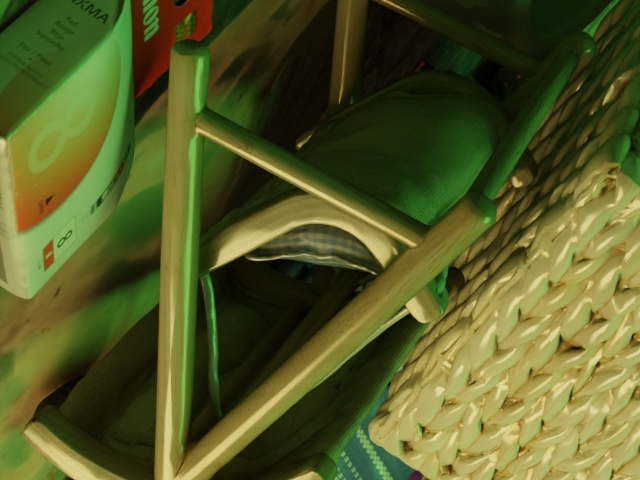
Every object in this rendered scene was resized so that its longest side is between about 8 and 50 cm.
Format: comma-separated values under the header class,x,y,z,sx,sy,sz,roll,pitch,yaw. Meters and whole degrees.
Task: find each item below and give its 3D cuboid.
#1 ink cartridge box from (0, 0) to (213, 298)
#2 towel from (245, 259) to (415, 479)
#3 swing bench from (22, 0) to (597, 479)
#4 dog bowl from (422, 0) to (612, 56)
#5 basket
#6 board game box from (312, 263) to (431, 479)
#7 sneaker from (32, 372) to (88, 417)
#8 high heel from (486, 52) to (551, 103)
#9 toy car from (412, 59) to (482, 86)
class,x,y,z,sx,sy,sz,roll,pitch,yaw
ink cartridge box,-0.093,-0.073,0.852,0.179,0.045,0.145,-45,162,-24
towel,-0.072,0.195,1.292,0.336,0.040,0.243,-48,132,-19
swing bench,0.000,0.000,0.986,0.254,0.165,0.253,-65,172,30
dog bowl,0.169,-0.264,1.119,0.349,0.102,0.349,-49,164,-19
basket,0.246,0.016,1.151,0.331,0.266,0.328,-54,-175,47
board game box,0.074,0.070,1.456,0.144,0.142,0.275,-48,163,-24
sneaker,-0.096,0.142,1.136,0.227,0.087,0.130,-2,108,-62
high heel,0.148,-0.069,1.543,0.261,0.093,0.186,130,-26,-71
toy car,0.089,-0.090,1.337,0.040,0.060,0.122,-26,166,20
